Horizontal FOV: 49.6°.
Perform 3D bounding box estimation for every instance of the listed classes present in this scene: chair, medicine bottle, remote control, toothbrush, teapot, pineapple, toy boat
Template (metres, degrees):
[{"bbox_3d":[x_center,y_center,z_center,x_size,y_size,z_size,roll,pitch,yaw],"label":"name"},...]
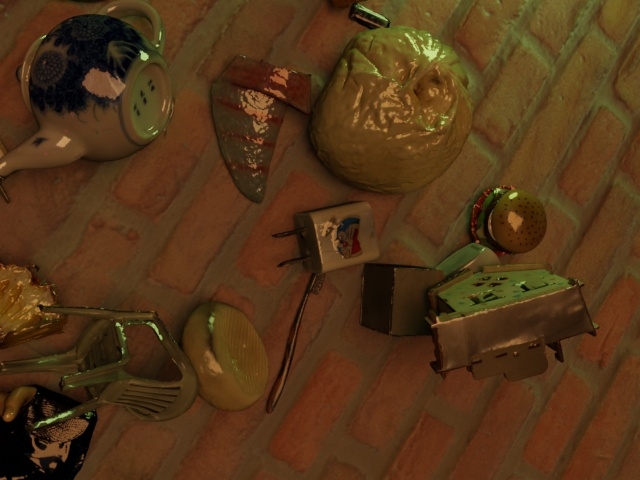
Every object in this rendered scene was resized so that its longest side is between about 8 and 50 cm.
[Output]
[{"bbox_3d":[-0.377,0.234,1.222,0.275,0.203,0.190,2,46,-49],"label":"chair"},{"bbox_3d":[0.385,0.160,1.584,0.161,0.111,0.296,-36,102,-1],"label":"medicine bottle"},{"bbox_3d":[0.108,-0.483,1.510,0.096,0.014,0.039,20,85,-19],"label":"remote control"},{"bbox_3d":[-0.056,0.213,1.469,0.031,0.023,0.320,23,84,-17],"label":"toothbrush"},{"bbox_3d":[-0.415,-0.273,1.221,0.280,0.252,0.423,14,63,16],"label":"teapot"},{"bbox_3d":[-0.567,0.122,1.215,0.237,0.114,0.186,24,57,-13],"label":"pineapple"},{"bbox_3d":[-0.134,-0.222,1.406,0.206,0.096,0.282,12,100,-14],"label":"toy boat"}]

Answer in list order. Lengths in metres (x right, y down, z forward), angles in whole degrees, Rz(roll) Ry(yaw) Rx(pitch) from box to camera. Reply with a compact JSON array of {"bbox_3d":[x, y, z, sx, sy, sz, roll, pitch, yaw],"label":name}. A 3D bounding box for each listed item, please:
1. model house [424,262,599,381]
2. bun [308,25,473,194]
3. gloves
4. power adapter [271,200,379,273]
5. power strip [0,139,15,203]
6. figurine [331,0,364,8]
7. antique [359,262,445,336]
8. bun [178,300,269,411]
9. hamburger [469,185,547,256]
[{"bbox_3d":[0.348,0.156,1.397,0.326,0.244,0.169,-15,106,-6],"label":"model house"},{"bbox_3d":[0.155,-0.267,1.423,0.353,0.227,0.348,-10,97,-18],"label":"bun"},{"bbox_3d":[-0.555,0.349,1.217,0.301,0.152,0.197,25,76,-44],"label":"gloves"},{"bbox_3d":[0.000,0.000,1.427,0.205,0.125,0.129,-14,98,-20],"label":"power adapter"},{"bbox_3d":[-0.629,-0.184,1.236,0.092,0.034,0.267,-31,102,-17],"label":"power strip"},{"bbox_3d":[0.062,-0.604,1.440,0.156,0.131,0.246,15,67,-59],"label":"figurine"},{"bbox_3d":[0.180,0.124,1.486,0.148,0.152,0.146,5,91,-23],"label":"antique"},{"bbox_3d":[-0.201,0.232,1.353,0.128,0.222,0.222,-27,104,23],"label":"bun"},{"bbox_3d":[0.434,-0.042,1.581,0.175,0.137,0.175,-1,94,-17],"label":"hamburger"}]
